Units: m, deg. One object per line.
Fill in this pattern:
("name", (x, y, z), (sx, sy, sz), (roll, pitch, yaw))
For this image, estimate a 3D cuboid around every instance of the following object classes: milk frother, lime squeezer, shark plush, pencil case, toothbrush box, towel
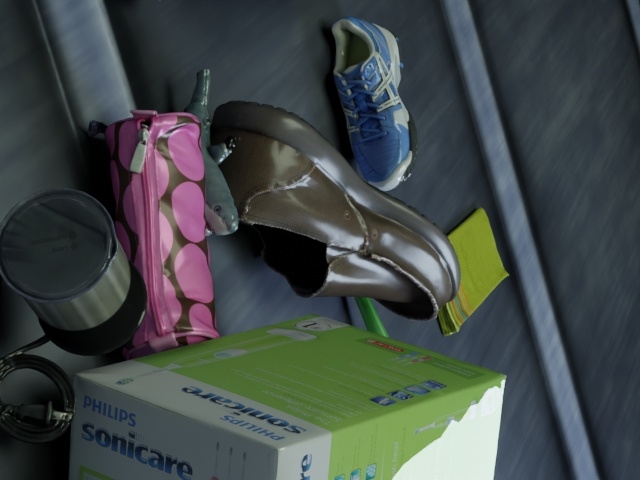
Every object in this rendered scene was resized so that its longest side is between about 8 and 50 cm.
("milk frother", (-0.190, 0.056, 1.274), (0.134, 0.129, 0.143), (75, 3, -70))
("lime squeezer", (0.087, 0.147, 1.955), (0.310, 0.059, 0.110), (55, 3, -38))
("shark plush", (-0.100, -0.073, 1.618), (0.073, 0.067, 0.161), (50, 37, -45))
("pencil case", (-0.133, -0.002, 1.491), (0.098, 0.095, 0.209), (114, -32, -76))
("toothbrush box", (-0.023, 0.156, 1.399), (0.283, 0.206, 0.122), (-10, 110, -51))
("towel", (0.181, 0.034, 2.224), (0.237, 0.021, 0.102), (-37, 113, -64))

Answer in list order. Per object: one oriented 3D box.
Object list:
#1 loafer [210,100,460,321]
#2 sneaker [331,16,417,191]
("loafer", (0.000, 0.000, 1.762), (0.366, 0.134, 0.130), (36, 69, -42))
("sneaker", (0.049, -0.150, 1.979), (0.081, 0.080, 0.211), (28, 44, -51))
